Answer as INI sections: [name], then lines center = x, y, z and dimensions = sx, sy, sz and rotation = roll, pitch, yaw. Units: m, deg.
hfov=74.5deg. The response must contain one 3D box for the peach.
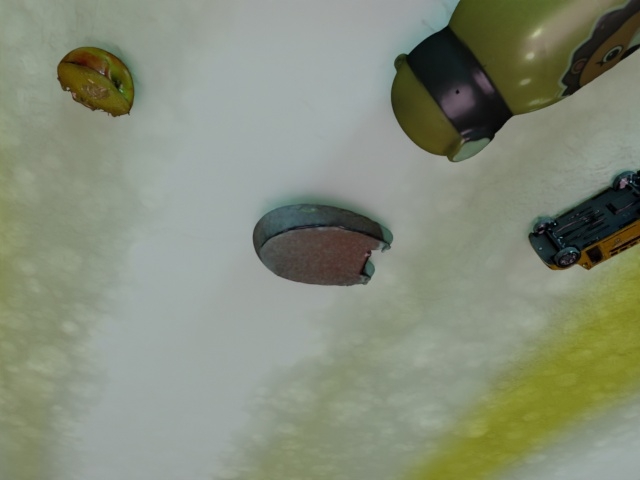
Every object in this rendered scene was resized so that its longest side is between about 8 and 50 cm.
[peach]
center = -0.293, -0.215, 0.561
dimensions = 0.098, 0.061, 0.098
rotation = 16, 155, 8

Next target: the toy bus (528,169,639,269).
[toy bus]
center = 0.434, -0.019, 0.649
dimensions = 0.194, 0.083, 0.088
rotation = -35, 127, 23

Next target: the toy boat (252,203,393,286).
[toy boat]
center = 0.000, 0.000, 0.703
dimensions = 0.227, 0.085, 0.155
rotation = 8, 136, -17

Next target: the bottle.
[bottle]
center = 0.236, -0.230, 0.459
dimensions = 0.171, 0.171, 0.351
rotation = 40, 121, -23
